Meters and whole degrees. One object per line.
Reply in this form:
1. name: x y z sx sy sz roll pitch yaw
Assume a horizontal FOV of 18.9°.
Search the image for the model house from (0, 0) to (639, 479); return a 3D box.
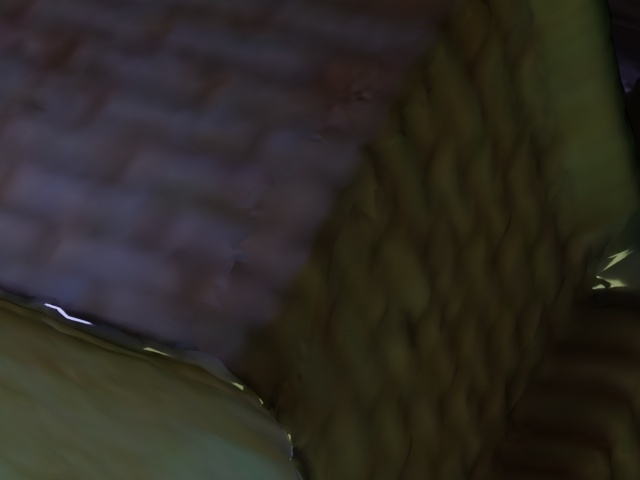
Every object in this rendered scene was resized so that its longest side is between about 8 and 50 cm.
1. model house: 0.000 0.000 0.928 0.395 0.400 0.445 17 149 33
